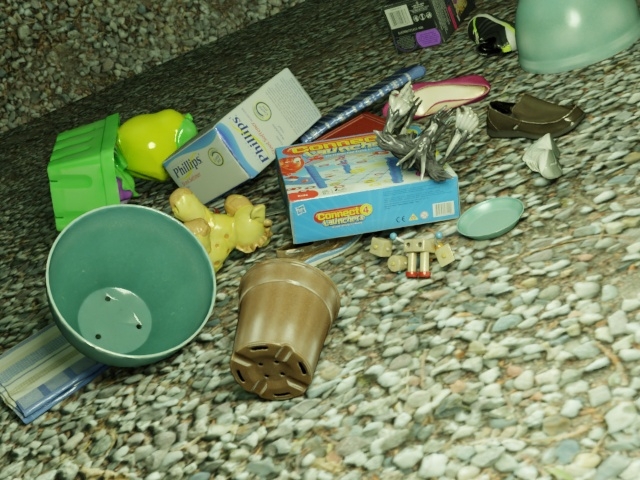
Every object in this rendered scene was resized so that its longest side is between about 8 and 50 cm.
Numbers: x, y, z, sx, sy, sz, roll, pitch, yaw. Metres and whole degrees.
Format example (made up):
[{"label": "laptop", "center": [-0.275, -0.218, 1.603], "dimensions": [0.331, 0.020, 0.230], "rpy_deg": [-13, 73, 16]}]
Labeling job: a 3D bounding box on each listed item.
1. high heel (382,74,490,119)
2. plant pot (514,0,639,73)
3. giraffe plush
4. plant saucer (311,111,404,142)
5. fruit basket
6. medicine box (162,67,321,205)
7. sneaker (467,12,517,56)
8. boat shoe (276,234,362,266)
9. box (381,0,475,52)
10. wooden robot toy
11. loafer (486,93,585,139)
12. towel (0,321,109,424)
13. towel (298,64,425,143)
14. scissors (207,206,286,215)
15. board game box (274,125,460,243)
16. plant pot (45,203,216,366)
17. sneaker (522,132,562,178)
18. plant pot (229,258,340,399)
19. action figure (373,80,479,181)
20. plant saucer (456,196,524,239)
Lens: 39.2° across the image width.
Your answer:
[{"label": "high heel", "center": [0.265, -0.321, 2.050], "dimensions": [0.244, 0.082, 0.117], "rpy_deg": [-12, 15, -2]}, {"label": "plant pot", "center": [0.569, -0.535, 2.051], "dimensions": [0.293, 0.196, 0.293], "rpy_deg": [-21, 26, 11]}, {"label": "giraffe plush", "center": [-0.187, -0.026, 1.785], "dimensions": [0.170, 0.210, 0.181], "rpy_deg": [-23, 0, -8]}, {"label": "plant saucer", "center": [0.067, -0.215, 2.066], "dimensions": [0.259, 0.048, 0.258], "rpy_deg": [-31, 26, -11]}, {"label": "fruit basket", "center": [-0.484, -0.184, 2.269], "dimensions": [0.392, 0.283, 0.392], "rpy_deg": [-1, 24, 1]}, {"label": "medicine box", "center": [-0.188, -0.241, 2.148], "dimensions": [0.263, 0.149, 0.289], "rpy_deg": [-23, 19, 51]}, {"label": "sneaker", "center": [0.422, -0.516, 2.277], "dimensions": [0.097, 0.084, 0.234], "rpy_deg": [-32, 26, -12]}, {"label": "boat shoe", "center": [0.000, 0.000, 1.687], "dimensions": [0.183, 0.066, 0.066], "rpy_deg": [-33, 26, -15]}, {"label": "box", "center": [0.318, -0.678, 2.615], "dimensions": [0.165, 0.143, 0.270], "rpy_deg": [-5, 31, 35]}, {"label": "wooden robot toy", "center": [0.172, 0.024, 1.517], "dimensions": [0.173, 0.076, 0.079], "rpy_deg": [-1, -1, 42]}, {"label": "loafer", "center": [0.413, -0.248, 1.774], "dimensions": [0.220, 0.078, 0.080], "rpy_deg": [1, 36, 44]}, {"label": "towel", "center": [-0.529, 0.244, 1.740], "dimensions": [0.209, 0.034, 0.285], "rpy_deg": [-35, 29, -24]}, {"label": "towel", "center": [0.093, -0.323, 2.173], "dimensions": [0.336, 0.040, 0.243], "rpy_deg": [-32, 10, -1]}, {"label": "scissors", "center": [-0.203, -0.040, 2.011], "dimensions": [0.297, 0.021, 0.109], "rpy_deg": [3, 34, 43]}, {"label": "board game box", "center": [0.078, -0.114, 1.720], "dimensions": [0.308, 0.086, 0.302], "rpy_deg": [-9, 25, -5]}, {"label": "plant pot", "center": [-0.354, 0.108, 1.613], "dimensions": [0.290, 0.290, 0.195], "rpy_deg": [-45, -4, -36]}, {"label": "sneaker", "center": [0.400, -0.142, 1.627], "dimensions": [0.061, 0.054, 0.152], "rpy_deg": [-25, 18, 22]}, {"label": "plant pot", "center": [-0.063, 0.143, 1.377], "dimensions": [0.167, 0.167, 0.165], "rpy_deg": [-14, 34, 22]}, {"label": "action figure", "center": [0.181, -0.200, 1.595], "dimensions": [0.276, 0.164, 0.141], "rpy_deg": [-77, 13, -68]}, {"label": "plant saucer", "center": [0.293, -0.034, 1.539], "dimensions": [0.119, 0.021, 0.119], "rpy_deg": [-21, 26, 11]}]
